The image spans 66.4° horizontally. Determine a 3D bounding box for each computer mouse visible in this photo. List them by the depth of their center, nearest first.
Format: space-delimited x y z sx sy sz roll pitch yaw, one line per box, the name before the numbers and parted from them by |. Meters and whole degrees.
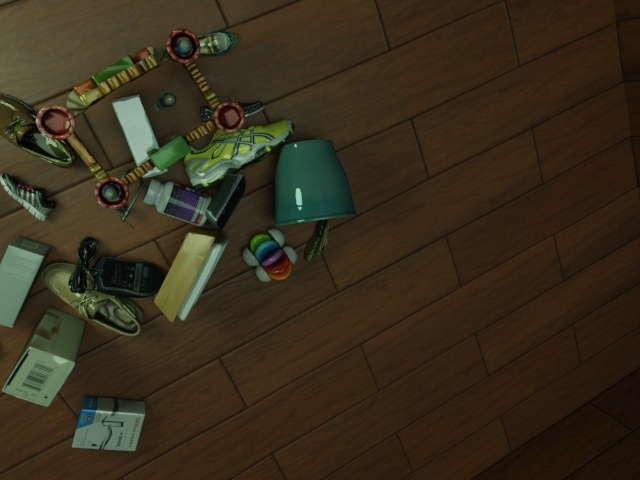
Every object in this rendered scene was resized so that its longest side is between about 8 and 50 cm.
computer mouse | -0.634 0.109 1.536 0.272 0.072 0.188 18 56 -30

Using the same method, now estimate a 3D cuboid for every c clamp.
c clamp | -0.580 -0.133 1.493 0.160 0.137 0.022 -63 158 3

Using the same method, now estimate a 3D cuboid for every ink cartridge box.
ink cartridge box | -0.712 0.621 1.655 0.203 0.086 0.148 13 99 -22

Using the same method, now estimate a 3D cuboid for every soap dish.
soap dish | -0.409 0.094 1.556 0.118 0.229 0.290 27 94 -8

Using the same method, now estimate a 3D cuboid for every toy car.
toy car | -0.166 0.060 1.674 0.159 0.136 0.182 -37 113 -7

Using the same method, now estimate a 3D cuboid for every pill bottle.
pill bottle | -0.449 -0.123 1.536 0.194 0.108 0.108 20 97 -24

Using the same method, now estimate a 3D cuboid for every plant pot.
plant pot | -0.035 -0.189 1.601 0.272 0.272 0.255 -9 92 -18

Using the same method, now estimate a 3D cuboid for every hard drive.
hard drive | -0.293 -0.121 1.514 0.054 0.255 0.172 29 83 -4

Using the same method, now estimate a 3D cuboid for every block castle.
block castle | -0.461 -0.325 1.295 0.453 0.213 0.303 -36 114 -10

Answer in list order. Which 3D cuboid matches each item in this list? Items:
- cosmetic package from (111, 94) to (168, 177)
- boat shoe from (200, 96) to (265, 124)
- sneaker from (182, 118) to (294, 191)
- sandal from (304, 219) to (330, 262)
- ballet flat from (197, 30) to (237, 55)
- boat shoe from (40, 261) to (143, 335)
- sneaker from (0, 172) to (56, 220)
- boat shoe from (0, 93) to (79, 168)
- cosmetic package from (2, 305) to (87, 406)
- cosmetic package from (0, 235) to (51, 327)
cosmetic package | -0.534 -0.310 1.451 0.086 0.117 0.231 -21 112 -15
boat shoe | -0.278 -0.415 1.538 0.206 0.075 0.064 -18 113 -10
sneaker | -0.254 -0.303 1.545 0.385 0.145 0.147 -32 95 -18
sandal | 0.000 0.000 1.764 0.049 0.072 0.180 20 93 -45
ballet flat | -0.336 -0.590 1.474 0.189 0.070 0.070 -20 110 -14
boat shoe | -0.703 0.185 1.525 0.341 0.110 0.121 36 90 -25
sneaker | -0.841 -0.138 1.415 0.075 0.063 0.170 -41 119 -5
boat shoe | -0.817 -0.311 1.351 0.307 0.104 0.110 30 93 -24
cosmetic package | -0.796 0.328 1.430 0.129 0.296 0.153 31 91 -23
cosmetic package | -0.893 0.118 1.430 0.107 0.127 0.237 22 98 -23
